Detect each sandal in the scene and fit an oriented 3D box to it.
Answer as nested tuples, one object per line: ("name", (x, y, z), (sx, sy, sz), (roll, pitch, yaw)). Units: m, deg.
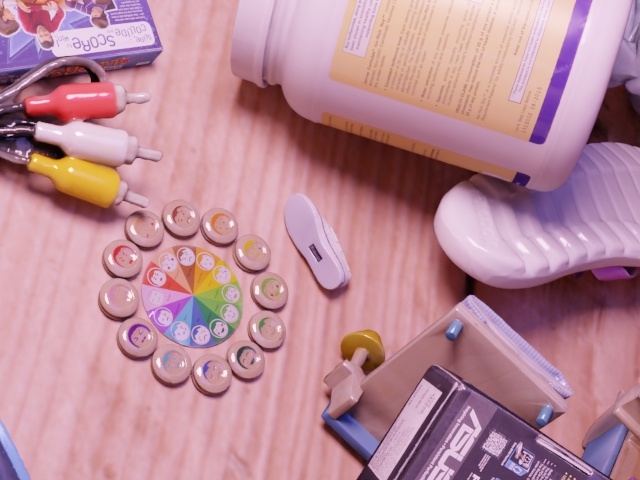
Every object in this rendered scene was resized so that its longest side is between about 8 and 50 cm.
("sandal", (0.271, -0.014, 1.446), (0.416, 0.102, 0.169), (-2, 52, -35))

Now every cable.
("cable", (-0.276, -0.101, 1.187), (0.287, 0.072, 0.140), (3, 83, -30))

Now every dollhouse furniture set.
("dollhouse furniture set", (0.204, 0.116, 1.242), (0.303, 0.286, 0.198), (42, 41, -3))

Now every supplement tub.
("supplement tub", (0.103, -0.203, 1.312), (0.331, 0.241, 0.241), (18, 58, 3))

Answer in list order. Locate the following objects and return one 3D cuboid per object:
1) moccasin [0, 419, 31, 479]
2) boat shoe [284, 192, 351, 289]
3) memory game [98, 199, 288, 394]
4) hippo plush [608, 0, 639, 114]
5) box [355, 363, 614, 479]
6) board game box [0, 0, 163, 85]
("moccasin", (-0.261, 0.225, 1.013), (0.116, 0.138, 0.342), (-23, 79, -30))
("boat shoe", (0.000, 0.000, 1.330), (0.035, 0.035, 0.100), (-7, 64, -60))
("memory game", (-0.111, 0.047, 1.255), (0.186, 0.012, 0.186), (12, 63, -24))
("hippo plush", (0.417, -0.207, 1.507), (0.236, 0.294, 0.234), (24, 98, -46))
("box", (0.114, 0.343, 1.072), (0.318, 0.097, 0.395), (33, 88, -10))
("board game box", (-0.257, -0.216, 1.278), (0.201, 0.035, 0.136), (-12, 78, -33))
